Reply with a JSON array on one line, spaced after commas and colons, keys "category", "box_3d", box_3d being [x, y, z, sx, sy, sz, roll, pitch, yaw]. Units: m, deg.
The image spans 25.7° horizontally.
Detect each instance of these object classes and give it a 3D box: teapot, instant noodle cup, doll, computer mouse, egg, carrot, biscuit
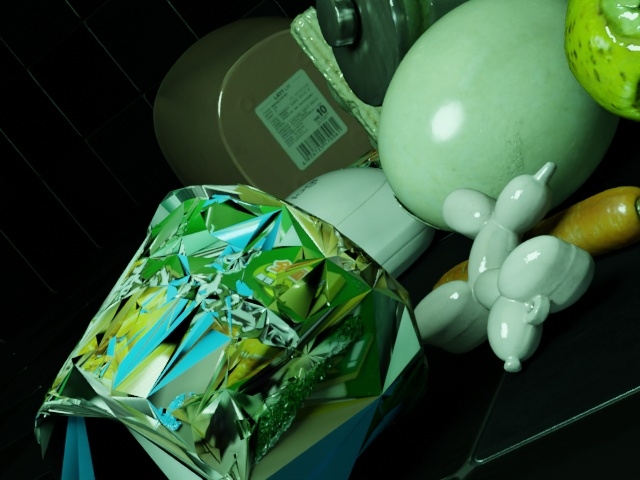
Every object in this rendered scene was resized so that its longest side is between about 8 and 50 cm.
[{"category": "teapot", "box_3d": [0.157, -0.228, 1.382, 0.337, 0.200, 0.270, -13, -30, -17]}, {"category": "instant noodle cup", "box_3d": [-0.066, 0.104, 0.927, 0.240, 0.240, 0.178, -25, 23, 52]}, {"category": "doll", "box_3d": [0.130, 0.022, 0.986, 0.160, 0.059, 0.161, -25, 44, 60]}, {"category": "computer mouse", "box_3d": [0.000, 0.000, 1.452, 0.184, 0.121, 0.297, -42, 12, -14]}, {"category": "egg", "box_3d": [0.156, -0.112, 1.194, 0.253, 0.186, 0.186, -45, 12, -21]}, {"category": "carrot", "box_3d": [0.161, 0.010, 1.060, 0.043, 0.043, 0.248, -46, 11, -37]}, {"category": "biscuit", "box_3d": [0.053, -0.143, 1.511, 0.052, 0.252, 0.150, -38, 12, 4]}]

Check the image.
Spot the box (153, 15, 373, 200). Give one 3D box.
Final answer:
[{"category": "box", "box_3d": [-0.056, -0.157, 1.909, 0.301, 0.301, 0.216, -41, 18, -14]}]

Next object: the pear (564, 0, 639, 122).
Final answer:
[{"category": "pear", "box_3d": [0.290, -0.218, 1.046, 0.255, 0.164, 0.238, -30, 46, 47]}]

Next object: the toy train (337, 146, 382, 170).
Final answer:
[{"category": "toy train", "box_3d": [0.066, -0.074, 1.683, 0.118, 0.074, 0.176, -39, 7, -21]}]
